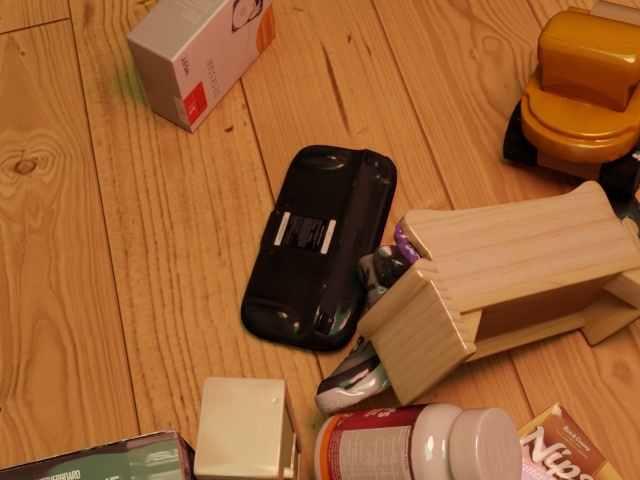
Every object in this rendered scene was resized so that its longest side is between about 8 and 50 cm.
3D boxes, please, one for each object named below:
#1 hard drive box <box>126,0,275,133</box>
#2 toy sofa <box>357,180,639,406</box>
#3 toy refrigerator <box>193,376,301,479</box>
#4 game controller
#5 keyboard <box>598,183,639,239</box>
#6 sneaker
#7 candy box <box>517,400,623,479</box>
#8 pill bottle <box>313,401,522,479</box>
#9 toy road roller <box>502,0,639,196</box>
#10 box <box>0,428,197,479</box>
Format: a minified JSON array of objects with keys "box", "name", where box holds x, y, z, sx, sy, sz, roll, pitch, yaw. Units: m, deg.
[{"box":[-0.174,-0.311,1.316,0.089,0.181,0.232,30,69,16],"name":"hard drive box"},{"box":[0.227,0.056,1.041,0.362,0.150,0.177,-10,64,-33],"name":"toy sofa"},{"box":[-0.069,0.245,0.970,0.094,0.269,0.102,2,62,3],"name":"toy refrigerator"},{"box":[0.000,0.000,1.221,0.166,0.067,0.319,6,62,22],"name":"game controller"},{"box":[0.445,-0.016,1.220,0.108,0.023,0.180,-24,65,-2],"name":"keyboard"},{"box":[0.073,0.100,1.105,0.268,0.101,0.153,-32,83,-26],"name":"sneaker"},{"box":[0.304,0.303,1.043,0.109,0.053,0.187,-31,66,-12],"name":"candy box"},{"box":[0.109,0.249,0.986,0.221,0.121,0.121,-15,55,38],"name":"pill bottle"},{"box":[0.401,-0.243,1.203,0.202,0.240,0.329,21,64,23],"name":"toy road roller"},{"box":[-0.241,0.295,0.931,0.242,0.307,0.076,-13,66,-3],"name":"box"}]
